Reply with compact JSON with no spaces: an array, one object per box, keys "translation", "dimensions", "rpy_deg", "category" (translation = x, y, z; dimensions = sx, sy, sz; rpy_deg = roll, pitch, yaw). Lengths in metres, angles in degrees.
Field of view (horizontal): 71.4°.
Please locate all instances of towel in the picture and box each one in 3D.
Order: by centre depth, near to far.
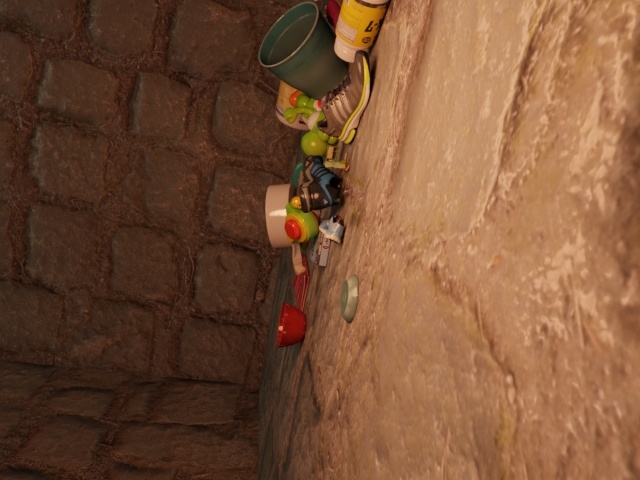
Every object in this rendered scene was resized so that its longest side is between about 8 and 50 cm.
[{"translation":[-0.087,0.191,1.983],"dimensions":[0.275,0.031,0.199],"rpy_deg":[-109,28,-71],"category":"towel"}]

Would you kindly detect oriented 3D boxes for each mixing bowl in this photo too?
[{"translation":[-0.111,0.340,1.769],"dimensions":[0.181,0.098,0.182],"rpy_deg":[-172,90,-80],"category":"mixing bowl"}]

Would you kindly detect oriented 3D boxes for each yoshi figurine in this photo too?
[{"translation":[-0.033,-0.453,1.766],"dimensions":[0.362,0.203,0.203],"rpy_deg":[-109,6,-47],"category":"yoshi figurine"}]

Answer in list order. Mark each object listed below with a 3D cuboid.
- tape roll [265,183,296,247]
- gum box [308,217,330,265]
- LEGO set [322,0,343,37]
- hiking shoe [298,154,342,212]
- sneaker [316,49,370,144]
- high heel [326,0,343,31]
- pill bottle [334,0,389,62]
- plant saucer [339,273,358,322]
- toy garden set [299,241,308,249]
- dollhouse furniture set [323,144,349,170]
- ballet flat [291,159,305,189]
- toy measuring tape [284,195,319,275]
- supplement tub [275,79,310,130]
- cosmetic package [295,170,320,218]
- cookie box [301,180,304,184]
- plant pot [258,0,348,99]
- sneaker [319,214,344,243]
[{"translation":[-0.160,-0.104,1.948],"dimensions":[0.286,0.100,0.287],"rpy_deg":[-4,-90,-84],"category":"tape roll"},{"translation":[0.000,0.000,1.578],"dimensions":[0.184,0.041,0.157],"rpy_deg":[-151,70,-81],"category":"gum box"},{"translation":[0.059,-0.936,1.918],"dimensions":[0.287,0.132,0.107],"rpy_deg":[75,-150,-48],"category":"LEGO set"},{"translation":[0.008,-0.187,1.466],"dimensions":[0.304,0.131,0.113],"rpy_deg":[-86,-9,-51],"category":"hiking shoe"},{"translation":[0.067,-0.406,1.284],"dimensions":[0.300,0.121,0.111],"rpy_deg":[109,166,-50],"category":"sneaker"},{"translation":[0.067,-0.732,1.544],"dimensions":[0.377,0.127,0.182],"rpy_deg":[-121,51,-71],"category":"high heel"},{"translation":[0.109,-0.606,1.222],"dimensions":[0.208,0.119,0.119],"rpy_deg":[114,162,-60],"category":"pill bottle"},{"translation":[0.067,0.140,1.086],"dimensions":[0.119,0.021,0.120],"rpy_deg":[-172,90,-82],"category":"plant saucer"},{"translation":[-0.075,-0.078,2.100],"dimensions":[0.204,0.049,0.245],"rpy_deg":[-150,69,-81],"category":"toy garden set"},{"translation":[0.049,-0.265,1.414],"dimensions":[0.152,0.076,0.059],"rpy_deg":[-108,27,-72],"category":"dollhouse furniture set"},{"translation":[-0.090,-0.258,2.222],"dimensions":[0.106,0.107,0.316],"rpy_deg":[-34,-35,-54],"category":"ballet flat"},{"translation":[-0.058,0.000,1.547],"dimensions":[0.121,0.121,0.330],"rpy_deg":[-95,1,-57],"category":"toy measuring tape"},{"translation":[-0.059,-0.684,1.966],"dimensions":[0.241,0.240,0.332],"rpy_deg":[-92,15,-51],"category":"supplement tub"},{"translation":[-0.055,-0.172,1.909],"dimensions":[0.127,0.107,0.238],"rpy_deg":[108,170,-52],"category":"cosmetic package"},{"translation":[-0.012,-0.198,1.628],"dimensions":[0.092,0.107,0.040],"rpy_deg":[129,150,-71],"category":"cookie box"},{"translation":[-0.039,-0.662,1.620],"dimensions":[0.271,0.255,0.272],"rpy_deg":[-21,53,32],"category":"plant pot"},{"translation":[0.044,-0.042,1.341],"dimensions":[0.073,0.063,0.162],"rpy_deg":[-62,16,8],"category":"sneaker"}]
